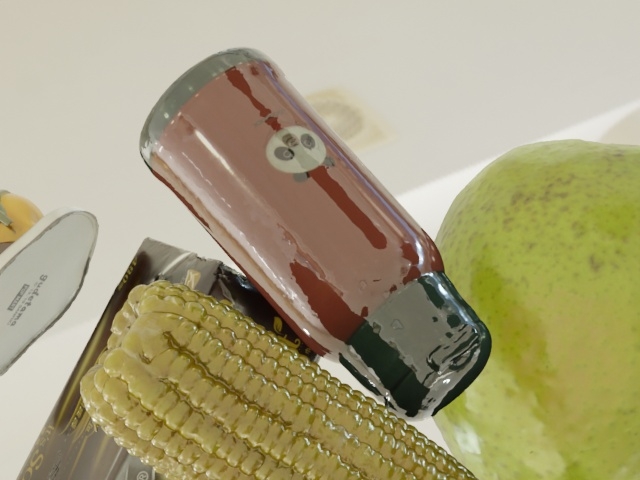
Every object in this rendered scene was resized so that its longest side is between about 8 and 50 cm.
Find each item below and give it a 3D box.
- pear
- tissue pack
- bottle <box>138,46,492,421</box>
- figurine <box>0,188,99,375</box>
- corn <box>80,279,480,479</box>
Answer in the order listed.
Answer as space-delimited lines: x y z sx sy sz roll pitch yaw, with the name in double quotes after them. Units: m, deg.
0.265 0.099 1.196 0.391 0.391 0.391 11 -148 -7 "pear"
-0.168 0.206 1.357 0.198 0.370 0.210 32 170 -35 "tissue pack"
0.000 0.000 1.020 0.144 0.144 0.336 -21 -117 -44 "bottle"
-0.387 0.034 1.457 0.141 0.166 0.250 36 -98 21 "figurine"
-0.007 0.158 0.900 0.344 0.131 0.131 32 -150 -12 "corn"
